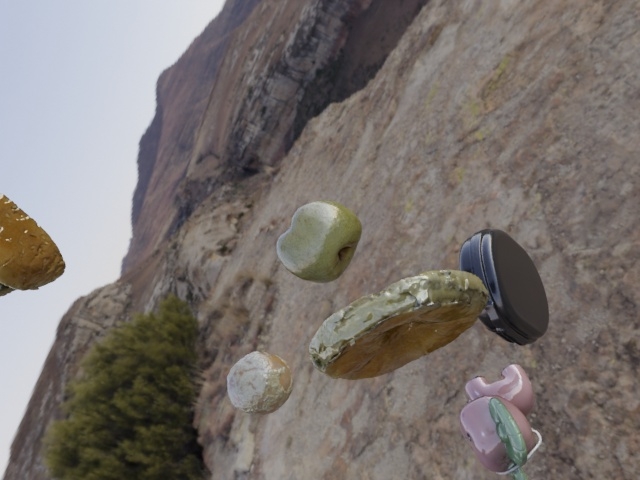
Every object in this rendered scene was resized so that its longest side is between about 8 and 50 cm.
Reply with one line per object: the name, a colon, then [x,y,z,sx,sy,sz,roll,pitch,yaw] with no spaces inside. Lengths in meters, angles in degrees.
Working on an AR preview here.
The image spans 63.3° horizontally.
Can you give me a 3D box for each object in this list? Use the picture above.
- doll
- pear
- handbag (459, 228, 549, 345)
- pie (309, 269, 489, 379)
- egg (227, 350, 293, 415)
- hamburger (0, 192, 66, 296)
doll: [0.469,0.470,1.298,0.216,0.284,0.268,-22,34,2]
pear: [0.000,0.000,1.021,0.167,0.136,0.167,-36,-37,-33]
handbag: [0.421,0.110,1.189,0.093,0.308,0.254,-22,50,37]
pie: [0.138,0.153,0.913,0.339,0.339,0.083,-53,52,44]
egg: [-0.200,0.466,1.696,0.245,0.203,0.203,-14,49,41]
hamburger: [-0.793,0.027,1.237,0.162,0.330,0.209,-32,25,23]
